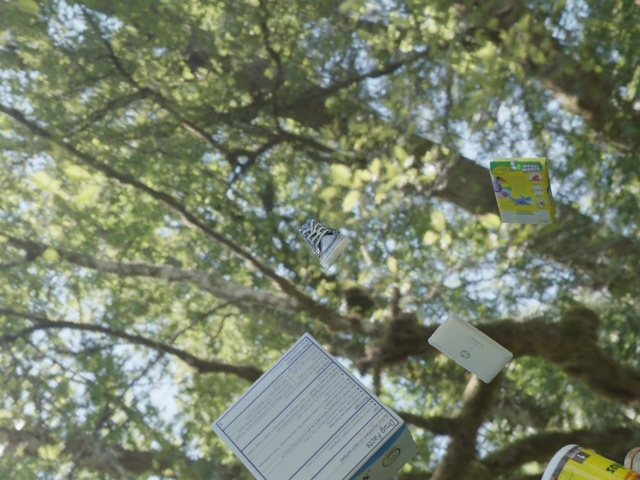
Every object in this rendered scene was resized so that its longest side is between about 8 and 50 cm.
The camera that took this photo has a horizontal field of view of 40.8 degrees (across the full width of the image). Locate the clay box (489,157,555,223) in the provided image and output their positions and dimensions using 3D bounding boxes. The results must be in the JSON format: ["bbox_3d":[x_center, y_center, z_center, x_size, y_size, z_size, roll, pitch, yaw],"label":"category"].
[{"bbox_3d":[0.486,-0.128,2.069,0.222,0.127,0.053,65,-144,-46],"label":"clay box"}]

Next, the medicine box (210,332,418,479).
[{"bbox_3d":[-0.011,0.376,1.647,0.263,0.289,0.149,-43,-35,-11],"label":"medicine box"}]

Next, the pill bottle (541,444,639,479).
[{"bbox_3d":[0.426,0.381,1.213,0.117,0.215,0.117,-22,-58,-42],"label":"pill bottle"}]

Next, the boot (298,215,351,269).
[{"bbox_3d":[0.000,0.000,1.548,0.069,0.086,0.190,-49,2,-4],"label":"boot"}]

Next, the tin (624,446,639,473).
[{"bbox_3d":[0.806,0.606,2.139,0.040,0.106,0.189,97,-175,-71],"label":"tin"}]

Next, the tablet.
[{"bbox_3d":[0.167,0.121,0.961,0.054,0.083,0.006,-58,-5,37],"label":"tablet"}]
